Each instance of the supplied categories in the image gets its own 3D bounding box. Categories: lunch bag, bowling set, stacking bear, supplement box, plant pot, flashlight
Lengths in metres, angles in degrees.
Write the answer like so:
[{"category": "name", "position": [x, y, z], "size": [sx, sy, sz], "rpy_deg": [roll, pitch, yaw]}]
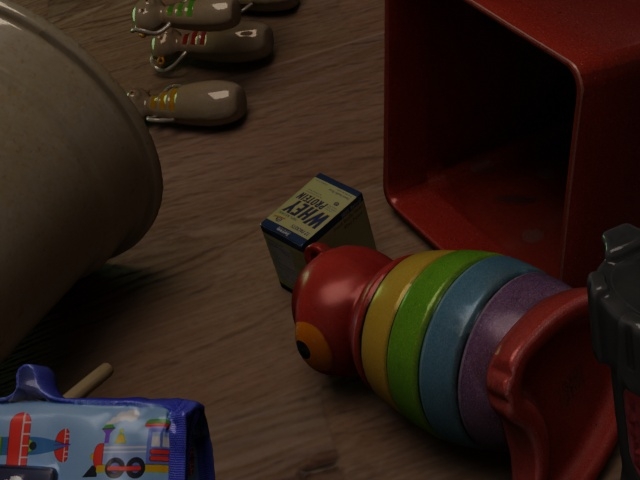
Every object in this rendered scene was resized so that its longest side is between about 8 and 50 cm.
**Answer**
[{"category": "lunch bag", "position": [-0.180, 0.229, 0.855], "size": [0.221, 0.138, 0.293], "rpy_deg": [-3, 84, 15]}, {"category": "bowling set", "position": [-0.146, -0.279, 1.463], "size": [0.154, 0.200, 0.287], "rpy_deg": [0, 41, 20]}, {"category": "stacking bear", "position": [0.092, 0.080, 1.029], "size": [0.289, 0.175, 0.164], "rpy_deg": [17, 46, 42]}, {"category": "supplement box", "position": [0.000, 0.000, 1.190], "size": [0.056, 0.083, 0.083], "rpy_deg": [27, 58, 38]}, {"category": "plant pot", "position": [-0.351, 0.002, 1.117], "size": [0.333, 0.334, 0.305], "rpy_deg": [5, 46, 23]}, {"category": "plant pot", "position": [0.225, -0.114, 1.129], "size": [0.235, 0.267, 0.267], "rpy_deg": [-19, 40, -23]}, {"category": "flashlight", "position": [0.226, 0.134, 0.806], "size": [0.103, 0.304, 0.103], "rpy_deg": [8, 48, 24]}]

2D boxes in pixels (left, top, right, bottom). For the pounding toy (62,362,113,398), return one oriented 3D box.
[{"category": "pounding toy", "position": [-0.225, 0.177, 1.000], "size": [0.181, 0.094, 0.206], "rpy_deg": [-27, 3, -11]}]
